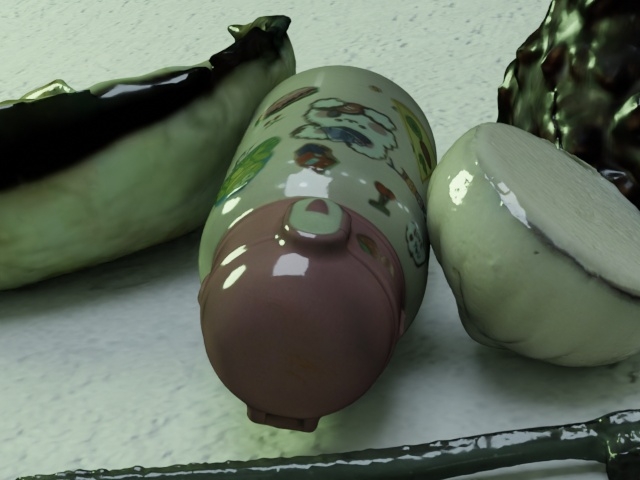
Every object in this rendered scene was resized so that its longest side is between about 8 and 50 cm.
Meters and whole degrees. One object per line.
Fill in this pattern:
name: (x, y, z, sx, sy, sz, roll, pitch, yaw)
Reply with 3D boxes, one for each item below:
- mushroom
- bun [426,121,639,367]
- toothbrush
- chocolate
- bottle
mushroom: (-0.172, -0.047, 0.936, 0.344, 0.130, 0.247, -15, 8, -20)
bun: (0.103, 0.014, 0.736, 0.138, 0.094, 0.138, 31, 27, -18)
toothbrush: (0.012, 0.101, 0.641, 0.297, 0.030, 0.030, -5, 33, 2)
chocolate: (0.215, -0.134, 0.946, 0.206, 0.177, 0.224, -7, 25, 1)
bottle: (0.000, 0.000, 0.765, 0.120, 0.120, 0.253, -4, 23, 7)
